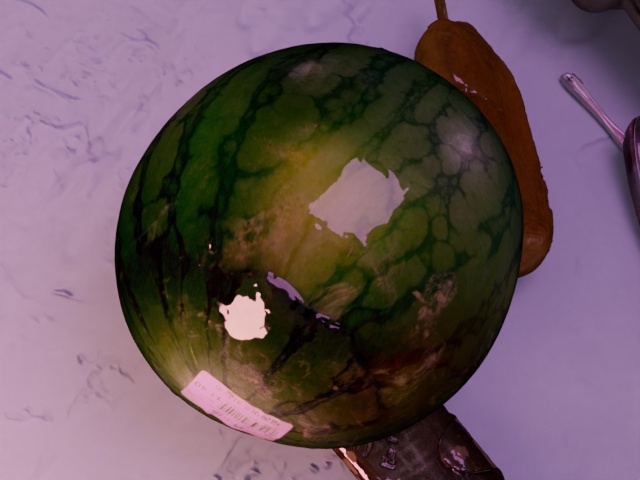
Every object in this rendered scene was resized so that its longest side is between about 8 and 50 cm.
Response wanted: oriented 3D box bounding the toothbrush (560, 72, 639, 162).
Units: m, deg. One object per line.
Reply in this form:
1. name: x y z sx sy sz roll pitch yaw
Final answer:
1. toothbrush: 0.327 -0.106 1.969 0.017 0.022 0.204 -32 75 -32

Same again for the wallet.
1. wallet: 0.098 0.209 1.656 0.122 0.031 0.232 -32 74 -32

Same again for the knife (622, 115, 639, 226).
1. knife: 0.352 -0.001 1.886 0.123 0.053 0.278 8 54 -39

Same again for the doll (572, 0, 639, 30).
1. doll: 0.378 -0.292 1.986 0.370 0.226 0.215 33 41 7

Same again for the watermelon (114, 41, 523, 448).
1. watermelon: 0.000 0.000 1.562 0.363 0.363 0.363 11 55 -17

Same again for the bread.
1. bread: 0.150 -0.110 1.857 0.124 0.084 0.344 17 50 -41
